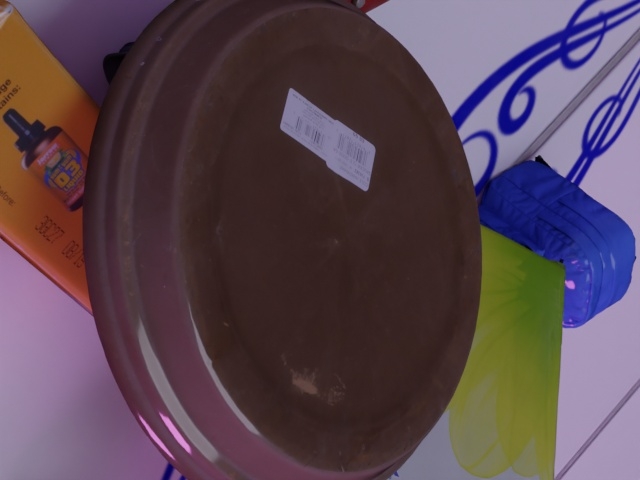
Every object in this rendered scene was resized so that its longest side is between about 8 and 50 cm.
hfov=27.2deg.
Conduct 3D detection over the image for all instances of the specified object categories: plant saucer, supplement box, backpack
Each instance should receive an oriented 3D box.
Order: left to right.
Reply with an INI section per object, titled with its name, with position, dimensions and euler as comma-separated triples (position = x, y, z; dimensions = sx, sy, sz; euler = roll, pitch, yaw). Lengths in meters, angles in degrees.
[supplement box]
position = -0.136, -0.033, 0.655
dimensions = 0.078, 0.080, 0.233
euler = -50, 147, -10
[plant saucer]
position = 0.000, 0.000, 0.667
dimensions = 0.278, 0.041, 0.277
euler = 8, 79, -48
[backpack]
position = 0.176, 0.013, 1.027
dimensions = 0.101, 0.120, 0.098
euler = -33, 140, -29

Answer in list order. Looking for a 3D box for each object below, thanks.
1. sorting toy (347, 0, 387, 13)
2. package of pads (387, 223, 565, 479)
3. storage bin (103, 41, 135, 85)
[sorting toy]
position = 0.039, -0.198, 0.755
dimensions = 0.132, 0.046, 0.274
euler = -32, 139, -30
[package of pads]
position = 0.038, 0.115, 0.799
dimensions = 0.229, 0.101, 0.296
euler = 26, 59, -34
[storage bin]
position = -0.041, -0.071, 0.723
dimensions = 0.091, 0.098, 0.135
euler = -46, 121, -30
